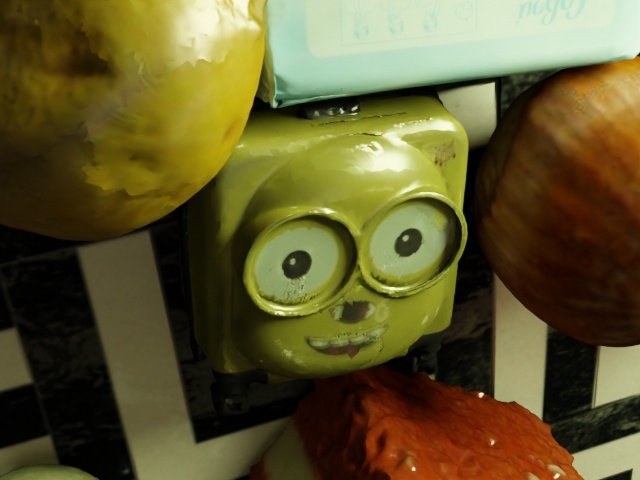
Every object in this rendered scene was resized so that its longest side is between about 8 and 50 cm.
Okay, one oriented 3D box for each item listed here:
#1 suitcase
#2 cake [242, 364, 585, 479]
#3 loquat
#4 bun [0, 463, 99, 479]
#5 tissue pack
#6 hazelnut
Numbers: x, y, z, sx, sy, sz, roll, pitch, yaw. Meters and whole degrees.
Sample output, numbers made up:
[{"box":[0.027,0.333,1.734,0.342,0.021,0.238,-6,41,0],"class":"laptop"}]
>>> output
[{"box":[0.000,0.000,0.721,0.194,0.143,0.234,-9,124,-16],"class":"suitcase"},{"box":[0.074,0.313,0.880,0.270,0.270,0.319,21,113,-31],"class":"cake"},{"box":[-0.139,-0.099,0.582,0.234,0.187,0.176,-25,156,14],"class":"loquat"},{"box":[-0.232,0.273,0.827,0.188,0.111,0.164,-49,129,9],"class":"bun"},{"box":[0.074,-0.189,0.645,0.263,0.089,0.177,-11,110,-20],"class":"tissue pack"},{"box":[0.212,-0.028,0.752,0.176,0.214,0.214,-18,128,-31],"class":"hazelnut"}]
